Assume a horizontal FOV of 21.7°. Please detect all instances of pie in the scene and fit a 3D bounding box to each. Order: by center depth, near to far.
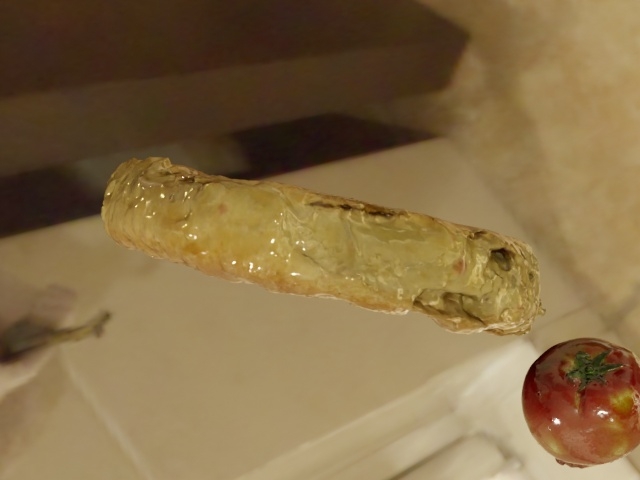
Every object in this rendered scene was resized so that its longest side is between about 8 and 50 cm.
[{"bbox_3d":[0.000,0.000,1.241,0.339,0.339,0.083,16,95,28],"label":"pie"}]

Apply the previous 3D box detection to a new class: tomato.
[{"bbox_3d":[0.171,0.106,1.068,0.087,0.087,0.075,15,135,29],"label":"tomato"}]
